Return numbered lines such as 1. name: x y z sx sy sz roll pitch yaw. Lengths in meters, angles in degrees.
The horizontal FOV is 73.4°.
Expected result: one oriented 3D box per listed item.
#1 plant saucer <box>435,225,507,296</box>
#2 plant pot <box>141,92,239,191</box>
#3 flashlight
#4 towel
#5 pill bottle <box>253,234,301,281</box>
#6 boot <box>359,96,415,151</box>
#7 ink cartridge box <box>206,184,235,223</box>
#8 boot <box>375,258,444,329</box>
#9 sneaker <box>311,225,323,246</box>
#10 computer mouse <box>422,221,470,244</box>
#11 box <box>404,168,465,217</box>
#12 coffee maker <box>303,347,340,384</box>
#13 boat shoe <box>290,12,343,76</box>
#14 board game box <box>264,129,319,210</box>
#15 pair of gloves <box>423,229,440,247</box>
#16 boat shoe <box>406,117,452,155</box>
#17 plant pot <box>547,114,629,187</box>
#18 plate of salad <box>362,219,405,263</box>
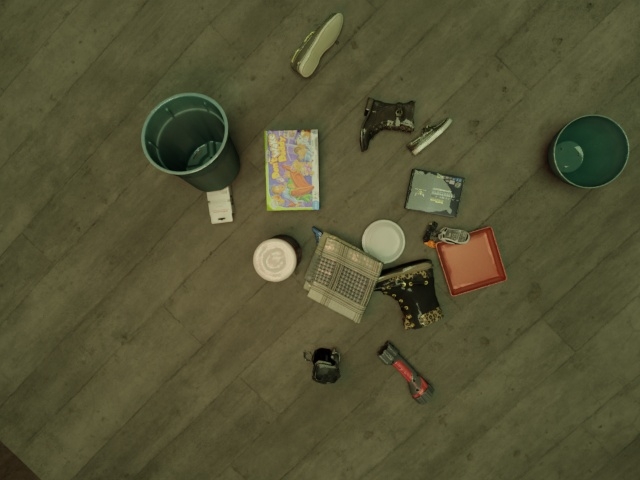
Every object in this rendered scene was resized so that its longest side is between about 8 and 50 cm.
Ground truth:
1. plant saucer: 0.675 0.093 1.938 0.259 0.048 0.258 -18 94 5
2. plant pot: -0.504 -0.373 1.790 0.342 0.334 0.340 -1 77 4
3. flashlight: 0.384 0.611 1.970 0.103 0.103 0.304 -45 93 8
4. towel: 0.085 0.161 1.887 0.324 0.056 0.312 28 111 23
5. pill bottle: -0.173 0.065 1.843 0.177 0.318 0.176 0 95 3
6. boot: 0.297 -0.503 1.886 0.229 0.091 0.262 12 93 3
7. ink cartridge box: -0.455 -0.171 1.967 0.104 0.060 0.180 -7 94 3
8. boot: 0.353 0.263 1.930 0.378 0.138 0.284 -19 94 -1
9. sneaker: 0.000 0.000 1.963 0.059 0.053 0.144 -37 91 7
10. computer mouse: 0.560 -0.019 1.899 0.193 0.042 0.106 16 66 25
11. box: 0.506 -0.210 1.915 0.233 0.059 0.183 12 96 2
12. coffee maker: 0.005 0.570 1.947 0.171 0.178 0.120 -9 93 4
13. boat shoe: -0.018 -0.860 1.864 0.091 0.109 0.305 39 96 26
14. board game box: -0.121 -0.306 1.897 0.234 0.078 0.346 -1 95 3
15. pair of gloves: 0.516 -0.008 1.955 0.074 0.010 0.083 22 95 1
16. boat shoe: 0.477 -0.471 1.886 0.219 0.078 0.070 -40 93 7
17. plant pot: 1.082 -0.361 1.803 0.291 0.195 0.289 0 94 3
18. plate of salad: 0.285 0.005 1.951 0.200 0.048 0.199 0 92 -7
